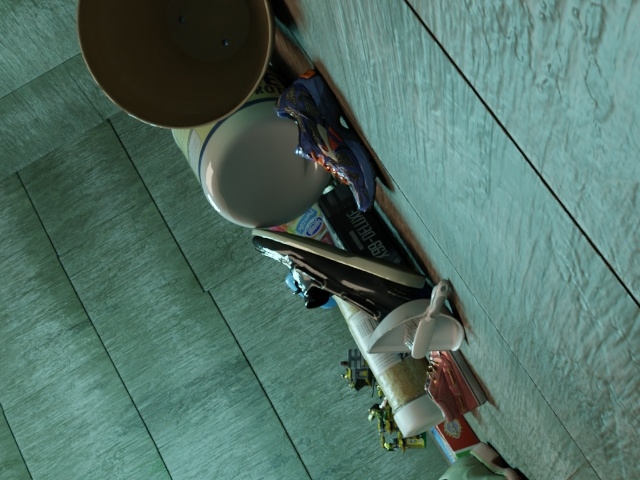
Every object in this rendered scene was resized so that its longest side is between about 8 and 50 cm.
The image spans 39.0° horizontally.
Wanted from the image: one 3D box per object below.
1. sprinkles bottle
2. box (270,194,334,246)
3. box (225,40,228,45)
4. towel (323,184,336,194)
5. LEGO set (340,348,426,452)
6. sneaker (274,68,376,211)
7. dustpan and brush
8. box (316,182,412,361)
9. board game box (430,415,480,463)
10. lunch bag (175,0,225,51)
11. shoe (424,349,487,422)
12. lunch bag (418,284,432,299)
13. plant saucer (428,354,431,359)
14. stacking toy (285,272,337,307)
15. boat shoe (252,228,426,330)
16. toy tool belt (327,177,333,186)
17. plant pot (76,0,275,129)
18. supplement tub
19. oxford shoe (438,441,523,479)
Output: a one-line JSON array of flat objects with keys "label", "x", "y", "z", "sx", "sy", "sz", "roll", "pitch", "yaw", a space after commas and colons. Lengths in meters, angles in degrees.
[{"label": "sprinkles bottle", "x": 0.149, "y": 0.228, "z": 1.897, "sx": 0.355, "sy": 0.121, "sz": 0.121, "roll": 63, "pitch": 178, "yaw": 22}, {"label": "box", "x": -0.010, "y": -0.007, "z": 1.859, "sx": 0.123, "sy": 0.128, "sz": 0.257, "roll": 53, "pitch": 180, "yaw": 20}, {"label": "box", "x": -0.167, "y": -0.383, "z": 2.011, "sx": 0.233, "sy": 0.044, "sz": 0.159, "roll": 60, "pitch": 177, "yaw": -12}, {"label": "towel", "x": 0.039, "y": -0.073, "z": 1.896, "sx": 0.152, "sy": 0.023, "sz": 0.113, "roll": 56, "pitch": 176, "yaw": 40}, {"label": "LEGO set", "x": 0.152, "y": 0.395, "z": 2.248, "sx": 0.331, "sy": 0.192, "sz": 0.255, "roll": 50, "pitch": -142, "yaw": -70}, {"label": "sneaker", "x": 0.010, "y": -0.133, "z": 1.304, "sx": 0.221, "sy": 0.087, "sz": 0.083, "roll": 59, "pitch": 177, "yaw": 7}, {"label": "dustpan and brush", "x": 0.155, "y": 0.117, "z": 1.332, "sx": 0.060, "sy": 0.147, "sz": 0.211, "roll": -103, "pitch": 16, "yaw": -47}, {"label": "box", "x": 0.105, "y": 0.063, "z": 1.671, "sx": 0.242, "sy": 0.076, "sz": 0.307, "roll": 58, "pitch": 176, "yaw": 27}, {"label": "board game box", "x": 0.341, "y": 0.501, "z": 2.102, "sx": 0.317, "sy": 0.064, "sz": 0.242, "roll": 56, "pitch": 175, "yaw": 36}, {"label": "lunch bag", "x": -0.273, "y": -0.404, "z": 1.576, "sx": 0.303, "sy": 0.114, "sz": 0.243, "roll": 30, "pitch": 121, "yaw": 47}, {"label": "shoe", "x": 0.205, "y": 0.220, "z": 1.545, "sx": 0.178, "sy": 0.081, "sz": 0.063, "roll": 59, "pitch": 176, "yaw": 4}, {"label": "lunch bag", "x": 0.163, "y": 0.124, "z": 1.469, "sx": 0.098, "sy": 0.065, "sz": 0.067, "roll": 62, "pitch": 175, "yaw": -32}, {"label": "plant saucer", "x": 0.249, "y": 0.266, "z": 1.841, "sx": 0.083, "sy": 0.015, "sz": 0.083, "roll": 59, "pitch": 176, "yaw": 6}, {"label": "stacking toy", "x": 0.000, "y": 0.000, "z": 2.221, "sx": 0.175, "sy": 0.165, "sz": 0.302, "roll": 35, "pitch": -154, "yaw": -37}, {"label": "boat shoe", "x": 0.012, "y": 0.063, "z": 1.479, "sx": 0.340, "sy": 0.113, "sz": 0.127, "roll": 17, "pitch": -175, "yaw": 31}, {"label": "toy tool belt", "x": -0.012, "y": -0.137, "z": 1.836, "sx": 0.083, "sy": 0.051, "sz": 0.052, "roll": 62, "pitch": 176, "yaw": -29}, {"label": "plant pot", "x": -0.190, "y": -0.323, "z": 1.345, "sx": 0.284, "sy": 0.284, "sz": 0.191, "roll": 60, "pitch": -162, "yaw": -11}, {"label": "supplement tub", "x": -0.137, "y": -0.195, "z": 1.624, "sx": 0.325, "sy": 0.235, "sz": 0.235, "roll": 55, "pitch": 174, "yaw": 50}, {"label": "oxford shoe", "x": 0.328, "y": 0.511, "z": 1.718, "sx": 0.141, "sy": 0.146, "sz": 0.397, "roll": 60, "pitch": 176, "yaw": -4}]
